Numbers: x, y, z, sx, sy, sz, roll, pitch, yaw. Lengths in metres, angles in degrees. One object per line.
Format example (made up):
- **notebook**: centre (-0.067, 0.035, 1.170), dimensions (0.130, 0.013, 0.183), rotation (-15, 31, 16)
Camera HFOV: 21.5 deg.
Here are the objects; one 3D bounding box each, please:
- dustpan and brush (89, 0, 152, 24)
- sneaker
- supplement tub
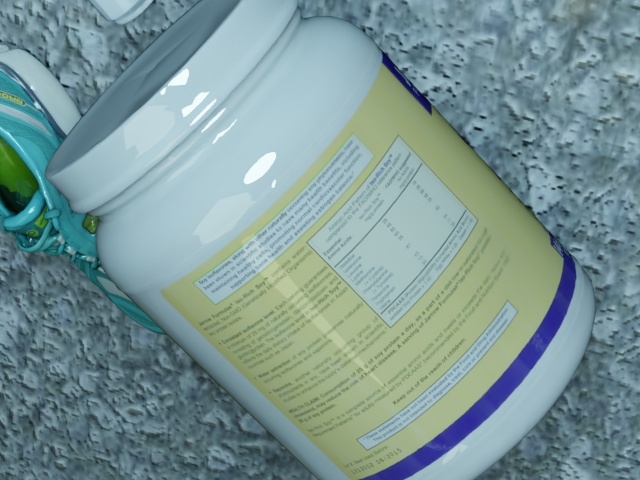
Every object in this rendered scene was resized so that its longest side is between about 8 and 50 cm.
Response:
- **dustpan and brush**: centre (-0.132, -0.238, 1.141), dimensions (0.211, 0.060, 0.147), rotation (-32, 110, 33)
- **sneaker**: centre (-0.198, -0.020, 1.286), dimensions (0.107, 0.110, 0.275), rotation (-33, 110, 33)
- **supplement tub**: centre (0.000, 0.000, 1.155), dimensions (0.241, 0.241, 0.331), rotation (-33, 109, 33)
